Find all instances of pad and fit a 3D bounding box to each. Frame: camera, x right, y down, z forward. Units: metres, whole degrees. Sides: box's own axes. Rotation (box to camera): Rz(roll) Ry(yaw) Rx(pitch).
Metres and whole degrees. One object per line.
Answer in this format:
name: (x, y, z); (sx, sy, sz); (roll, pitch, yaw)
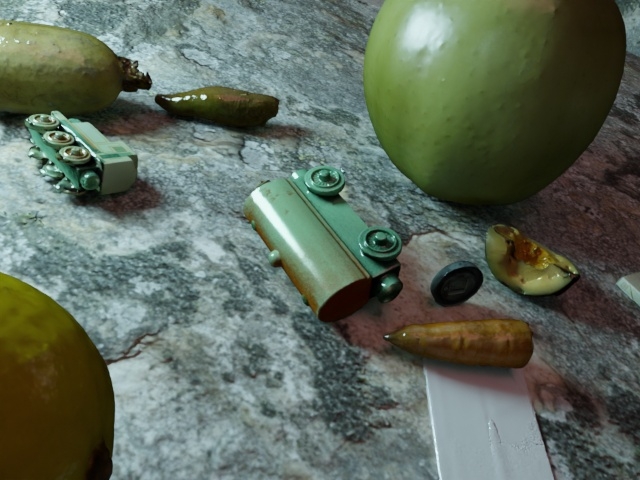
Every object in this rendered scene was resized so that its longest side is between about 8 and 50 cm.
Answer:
pad: (0.216, 0.237, 0.742); (0.157, 0.004, 0.232); (11, 41, -7)

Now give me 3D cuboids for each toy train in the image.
toy train: (-0.389, -0.143, 0.912); (0.194, 0.080, 0.125); (40, 35, 28)
toy train: (0.000, 0.000, 0.867); (0.177, 0.116, 0.285); (-23, 54, -22)

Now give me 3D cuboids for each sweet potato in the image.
sweet potato: (-0.200, -0.261, 1.109); (0.244, 0.077, 0.077); (1, 43, -13)

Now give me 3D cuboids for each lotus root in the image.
lotus root: (-0.476, -0.305, 1.000); (0.343, 0.151, 0.169); (-1, 44, -15)

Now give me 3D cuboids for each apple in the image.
apple: (0.297, -0.296, 1.048); (0.474, 0.473, 0.473); (10, 41, -9)

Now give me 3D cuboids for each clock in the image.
clock: (0.209, 0.067, 0.870); (0.085, 0.085, 0.017); (-1, 39, -20)

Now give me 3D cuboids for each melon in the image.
melon: (0.350, 0.038, 0.965); (0.160, 0.079, 0.128); (31, 24, 17)

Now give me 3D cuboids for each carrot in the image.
carrot: (0.187, 0.138, 0.791); (0.205, 0.072, 0.072); (6, 42, -8)

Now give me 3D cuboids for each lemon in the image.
lemon: (-0.320, 0.153, 0.445); (0.297, 0.297, 0.297); (10, 41, -9)

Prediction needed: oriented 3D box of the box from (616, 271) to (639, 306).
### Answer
box: (0.613, 0.121, 0.992); (0.090, 0.024, 0.167); (-9, 47, -28)
